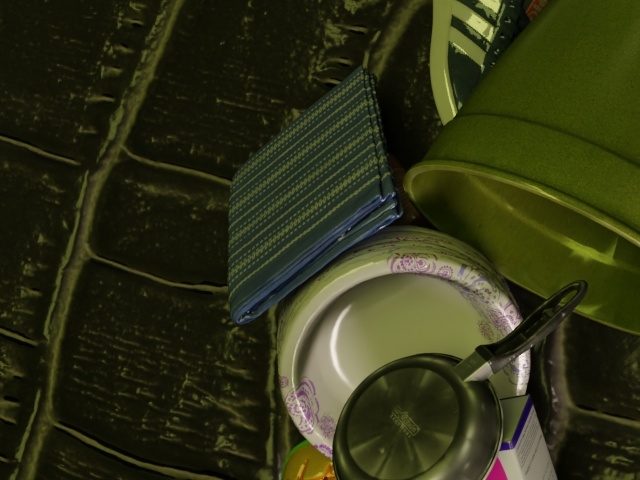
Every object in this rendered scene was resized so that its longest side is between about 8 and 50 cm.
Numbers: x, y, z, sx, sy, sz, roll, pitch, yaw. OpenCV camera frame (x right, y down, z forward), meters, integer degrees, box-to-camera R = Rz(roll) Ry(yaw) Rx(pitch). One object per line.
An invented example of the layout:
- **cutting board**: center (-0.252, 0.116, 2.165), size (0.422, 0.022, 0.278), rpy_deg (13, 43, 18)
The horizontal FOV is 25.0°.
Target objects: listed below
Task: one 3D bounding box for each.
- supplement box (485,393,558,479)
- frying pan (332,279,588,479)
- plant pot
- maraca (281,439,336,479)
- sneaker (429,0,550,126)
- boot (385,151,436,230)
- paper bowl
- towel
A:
- **supplement box**: center (0.199, 0.297, 1.571), size (0.111, 0.114, 0.220), rpy_deg (-14, 106, 24)
- **frying pan**: center (0.151, 0.174, 1.500), size (0.326, 0.053, 0.197), rpy_deg (-27, 49, 14)
- **plant pot**: center (0.334, -0.130, 1.558), size (0.366, 0.366, 0.353), rpy_deg (22, 76, 30)
- **maraca**: center (0.030, 0.317, 1.718), size (0.186, 0.099, 0.127), rpy_deg (47, 121, 8)
- **sneaker**: center (0.221, -0.255, 1.741), size (0.148, 0.131, 0.350), rpy_deg (-12, 72, 29)
- **boot**: center (0.000, 0.000, 1.811), size (0.220, 0.109, 0.283), rpy_deg (46, 111, 36)
- **paper bowl**: center (0.091, 0.119, 1.660), size (0.284, 0.284, 0.148), rpy_deg (-41, 19, 12)
- **towel**: center (-0.014, -0.058, 1.698), size (0.243, 0.040, 0.336), rpy_deg (-38, 26, 18)
